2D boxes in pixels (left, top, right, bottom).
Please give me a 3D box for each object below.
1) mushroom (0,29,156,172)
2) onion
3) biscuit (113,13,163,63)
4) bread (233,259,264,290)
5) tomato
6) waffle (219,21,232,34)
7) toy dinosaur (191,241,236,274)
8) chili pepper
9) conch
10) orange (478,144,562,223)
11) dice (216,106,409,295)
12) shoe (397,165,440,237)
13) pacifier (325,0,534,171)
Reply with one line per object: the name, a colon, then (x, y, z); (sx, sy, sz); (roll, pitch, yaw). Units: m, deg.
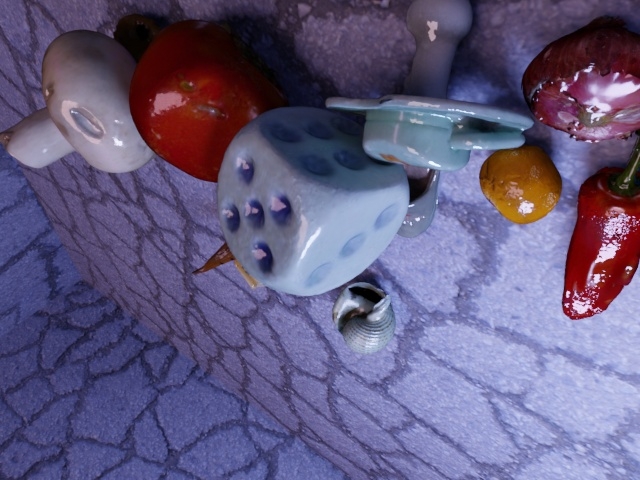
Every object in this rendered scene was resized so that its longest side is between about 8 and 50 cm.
mushroom: (-0.519, -0.290, 1.113); (0.353, 0.353, 0.325); (8, 170, 41)
onion: (0.363, -0.216, 0.608); (0.184, 0.147, 0.184); (17, 179, 0)
biscuit: (-0.416, -0.435, 1.212); (0.296, 0.075, 0.296); (29, 143, 25)
bread: (-0.210, 0.086, 1.524); (0.119, 0.084, 0.177); (-19, 111, 50)
tomato: (-0.227, -0.281, 0.971); (0.290, 0.293, 0.325); (-38, 133, 20)
waffle: (-0.243, -0.437, 1.081); (0.153, 0.023, 0.097); (3, 127, 42)
toy dinosaur: (-0.228, -0.007, 1.406); (0.432, 0.097, 0.208); (-3, 114, 25)
chili pepper: (0.454, -0.002, 0.744); (0.110, 0.110, 0.387); (20, 141, 31)
conch: (0.134, 0.205, 1.261); (0.200, 0.131, 0.172); (-51, 56, 17)
orange: (0.328, -0.095, 0.764); (0.135, 0.135, 0.117); (43, 111, 2)
dice: (-0.017, -0.076, 0.882); (0.264, 0.268, 0.262); (50, 133, 28)
shoe: (0.177, -0.088, 0.945); (0.103, 0.100, 0.251); (26, 138, 23)
pacifier: (0.177, -0.244, 0.723); (0.343, 0.288, 0.269); (29, 112, 54)
